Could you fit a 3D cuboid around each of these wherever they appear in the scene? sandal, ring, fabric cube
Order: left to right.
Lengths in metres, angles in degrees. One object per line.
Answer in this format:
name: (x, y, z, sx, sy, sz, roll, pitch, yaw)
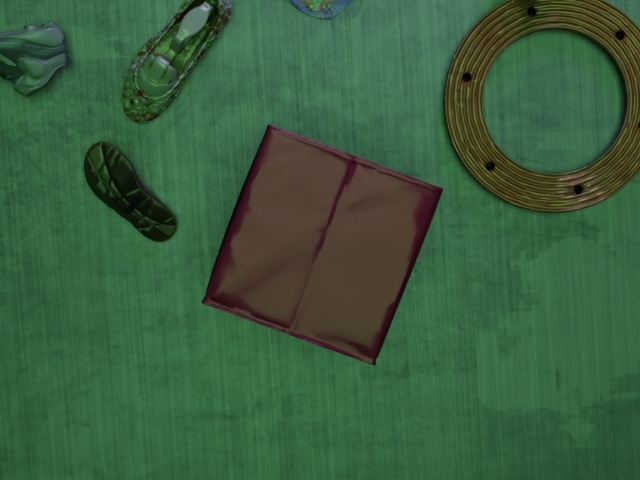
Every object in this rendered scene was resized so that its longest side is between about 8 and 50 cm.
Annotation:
sandal: (-0.286, -0.072, 1.833, 0.072, 0.049, 0.180, -41, 108, 6)
fabric cube: (0.000, 0.000, 1.740, 0.259, 0.254, 0.258, 20, 92, -3)
ring: (0.352, -0.210, 1.854, 0.337, 0.032, 0.336, 0, 93, -3)

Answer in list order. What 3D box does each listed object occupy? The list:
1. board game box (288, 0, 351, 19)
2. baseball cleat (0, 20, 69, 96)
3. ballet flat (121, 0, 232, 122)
board game box: (0.013, -0.419, 1.829, 0.169, 0.033, 0.133, -43, 94, 0)
baseball cleat: (-0.475, -0.259, 1.802, 0.206, 0.072, 0.109, -11, 100, 2)
ballet flat: (-0.219, -0.281, 1.806, 0.091, 0.077, 0.241, 34, 92, -4)
